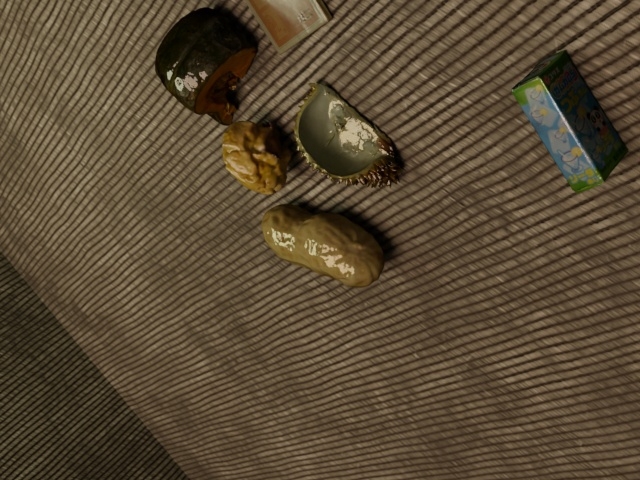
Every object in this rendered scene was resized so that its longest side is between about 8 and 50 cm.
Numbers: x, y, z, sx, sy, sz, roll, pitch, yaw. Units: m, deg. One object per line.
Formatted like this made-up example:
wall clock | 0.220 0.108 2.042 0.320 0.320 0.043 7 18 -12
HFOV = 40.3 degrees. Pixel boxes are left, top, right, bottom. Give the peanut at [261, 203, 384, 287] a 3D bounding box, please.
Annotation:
peanut | 0.000 0.000 1.863 0.319 0.147 0.147 25 138 36

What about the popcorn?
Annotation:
popcorn | -0.135 -0.176 1.828 0.167 0.148 0.152 44 123 -12

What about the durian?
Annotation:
durian | 0.043 -0.183 1.678 0.252 0.144 0.139 44 122 15

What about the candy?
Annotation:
candy | 0.380 -0.180 1.330 0.194 0.097 0.062 55 145 -10

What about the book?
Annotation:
book | -0.093 -0.477 1.609 0.170 0.018 0.241 -19 108 53

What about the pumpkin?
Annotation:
pumpkin | -0.221 -0.358 1.799 0.139 0.190 0.280 41 -173 9
